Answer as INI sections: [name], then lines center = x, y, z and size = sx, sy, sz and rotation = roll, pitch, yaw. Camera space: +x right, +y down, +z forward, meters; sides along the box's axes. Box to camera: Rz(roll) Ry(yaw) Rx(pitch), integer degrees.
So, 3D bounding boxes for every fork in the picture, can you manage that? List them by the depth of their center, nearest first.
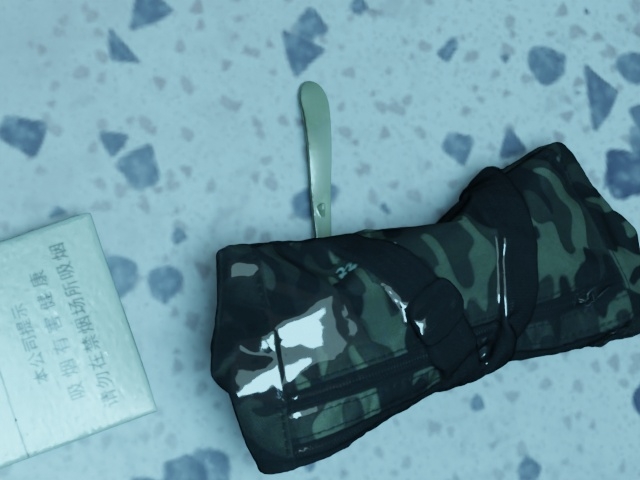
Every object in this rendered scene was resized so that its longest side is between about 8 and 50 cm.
[fork]
center = -0.001, 0.001, 1.171
size = 0.034, 0.028, 0.219
rotation = -4, 82, -10

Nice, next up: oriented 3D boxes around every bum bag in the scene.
[bum bag]
center = 0.077, 0.034, 1.136
size = 0.340, 0.095, 0.144
rotation = -17, 95, -28

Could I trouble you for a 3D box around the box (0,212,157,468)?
[box]
center = -0.236, 0.084, 1.081
size = 0.245, 0.035, 0.139
rotation = -18, 90, -19
